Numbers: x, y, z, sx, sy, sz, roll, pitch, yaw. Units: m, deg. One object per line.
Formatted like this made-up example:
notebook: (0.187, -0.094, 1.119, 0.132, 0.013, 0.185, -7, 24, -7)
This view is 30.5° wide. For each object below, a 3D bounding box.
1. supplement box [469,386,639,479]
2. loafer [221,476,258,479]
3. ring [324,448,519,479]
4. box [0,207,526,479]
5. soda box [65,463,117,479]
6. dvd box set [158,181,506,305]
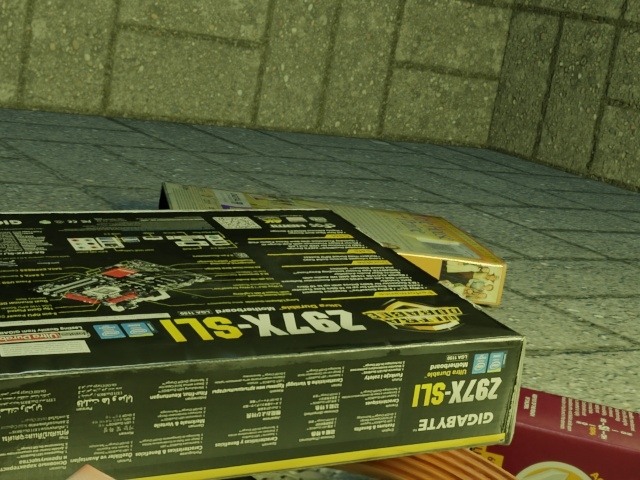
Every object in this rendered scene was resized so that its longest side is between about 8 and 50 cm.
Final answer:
supplement box: (0.190, 0.171, 0.785, 0.188, 0.104, 0.081, 12, 12, 10)
loafer: (-0.085, 0.151, 0.724, 0.223, 0.078, 0.076, 17, 14, 31)
ring: (0.015, 0.175, 0.605, 0.336, 0.032, 0.336, 11, 26, -5)
box: (-0.082, 0.051, 0.709, 0.322, 0.079, 0.257, -2, 21, -27)
soda box: (-0.047, 0.166, 0.490, 0.183, 0.058, 0.063, 22, 27, 18)
dvd box set: (0.000, 0.000, 1.563, 0.420, 0.062, 0.307, 7, 12, -13)
